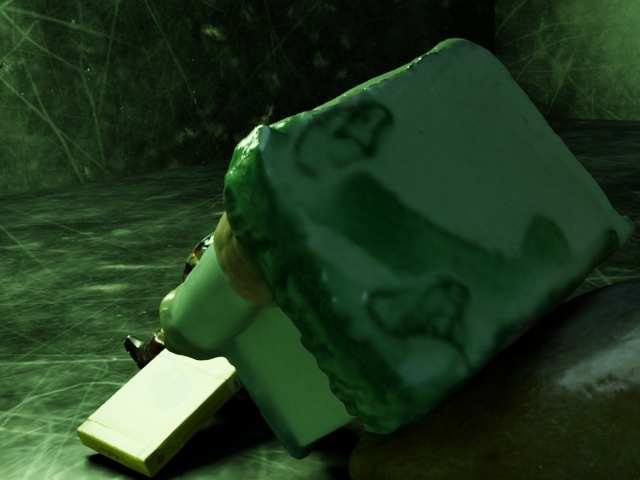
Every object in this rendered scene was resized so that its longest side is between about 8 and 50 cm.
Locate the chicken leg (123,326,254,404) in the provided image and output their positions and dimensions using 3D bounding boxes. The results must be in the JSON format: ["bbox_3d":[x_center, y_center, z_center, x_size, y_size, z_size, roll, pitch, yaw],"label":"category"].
[{"bbox_3d":[-0.083,0.114,0.848,0.234,0.063,0.105,7,21,31],"label":"chicken leg"}]

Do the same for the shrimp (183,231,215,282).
[{"bbox_3d":[0.010,0.009,1.113,0.372,0.137,0.172,-8,10,-18],"label":"shrimp"}]

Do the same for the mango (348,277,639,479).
[{"bbox_3d":[0.172,0.114,0.599,0.317,0.146,0.193,-15,4,-1],"label":"mango"}]

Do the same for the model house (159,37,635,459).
[{"bbox_3d":[0.011,0.043,0.674,0.267,0.194,0.325,-31,-10,-40],"label":"model house"}]

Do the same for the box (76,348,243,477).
[{"bbox_3d":[-0.120,0.126,0.755,0.087,0.023,0.155,15,43,35],"label":"box"}]
